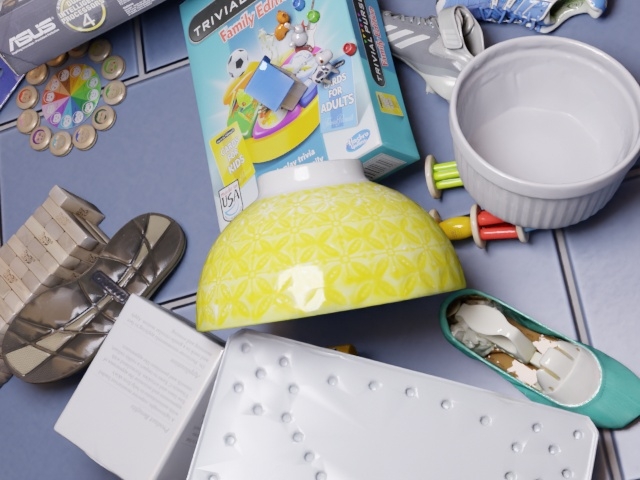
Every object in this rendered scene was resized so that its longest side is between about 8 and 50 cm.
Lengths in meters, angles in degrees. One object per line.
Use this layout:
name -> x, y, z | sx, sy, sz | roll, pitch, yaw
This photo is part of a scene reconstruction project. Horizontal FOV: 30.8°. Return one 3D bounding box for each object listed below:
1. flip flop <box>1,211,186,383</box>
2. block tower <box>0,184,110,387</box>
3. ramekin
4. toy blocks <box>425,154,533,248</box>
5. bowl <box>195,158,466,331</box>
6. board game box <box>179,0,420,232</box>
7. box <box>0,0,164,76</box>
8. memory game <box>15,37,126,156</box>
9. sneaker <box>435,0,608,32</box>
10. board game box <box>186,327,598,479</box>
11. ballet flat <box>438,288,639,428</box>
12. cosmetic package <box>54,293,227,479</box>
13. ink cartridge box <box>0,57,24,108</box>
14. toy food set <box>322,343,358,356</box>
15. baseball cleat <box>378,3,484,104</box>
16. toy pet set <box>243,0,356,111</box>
flip flop -> -0.279, 0.078, 1.474 | 0.112, 0.080, 0.277 | 40, 75, 14
block tower -> -0.404, 0.090, 1.513 | 0.097, 0.091, 0.335 | 42, 93, 27
ramekin -> 0.240, -0.109, 1.255 | 0.207, 0.109, 0.207 | -1, 57, 2
toy blocks -> 0.198, -0.052, 1.319 | 0.148, 0.054, 0.123 | -8, 69, 19
bowl -> 0.000, 0.000, 1.236 | 0.289, 0.289, 0.156 | -10, 87, 20
board game box -> -0.038, -0.199, 1.413 | 0.253, 0.079, 0.336 | -28, 63, 33
box -> -0.240, -0.403, 1.525 | 0.394, 0.097, 0.318 | -24, 38, 15
memory game -> -0.351, -0.205, 1.628 | 0.186, 0.012, 0.186 | -7, 71, 22
sneaker -> 0.236, -0.287, 1.362 | 0.211, 0.080, 0.081 | -10, 67, 22
board game box -> 0.048, 0.319, 1.146 | 0.389, 0.050, 0.390 | 14, 71, 2
ballet flat -> 0.225, 0.124, 1.231 | 0.247, 0.087, 0.083 | 28, 85, 28
cosmetic package -> -0.175, 0.188, 1.347 | 0.151, 0.151, 0.184 | 28, 86, 29
ink cartridge box -> -0.580, -0.285, 1.717 | 0.330, 0.071, 0.324 | 35, 89, 32
toy food set -> 0.001, 0.237, 1.278 | 0.104, 0.111, 0.232 | -10, 72, 20
baseball cleat -> 0.125, -0.250, 1.389 | 0.206, 0.072, 0.109 | 44, 124, 26
toy pet set -> -0.041, -0.212, 1.322 | 0.122, 0.065, 0.114 | 46, 109, 37
